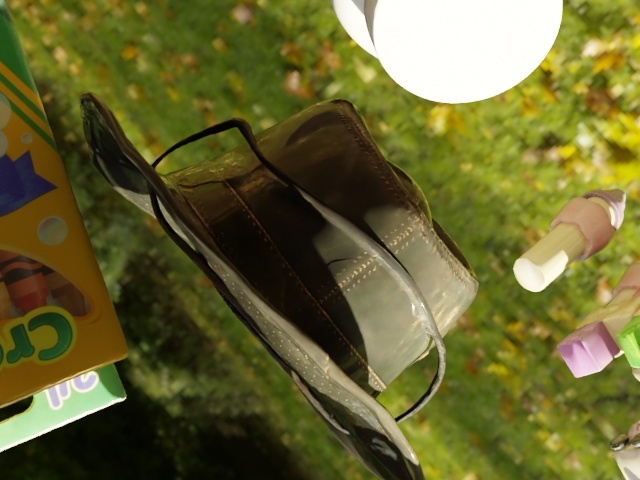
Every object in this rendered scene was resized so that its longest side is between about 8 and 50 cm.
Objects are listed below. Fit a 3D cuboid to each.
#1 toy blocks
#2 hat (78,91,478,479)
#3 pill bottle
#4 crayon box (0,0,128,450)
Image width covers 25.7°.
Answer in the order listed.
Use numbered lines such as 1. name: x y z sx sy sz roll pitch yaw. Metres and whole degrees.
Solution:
1. toy blocks: 0.422 0.057 1.484 0.288 0.260 0.309 -19 103 52
2. hat: 0.000 0.000 0.795 0.331 0.134 0.331 47 174 7
3. pill bottle: 0.087 -0.257 1.142 0.334 0.188 0.188 -102 -14 -53
4. crayon box: -0.242 -0.003 0.793 0.083 0.203 0.323 28 137 65
